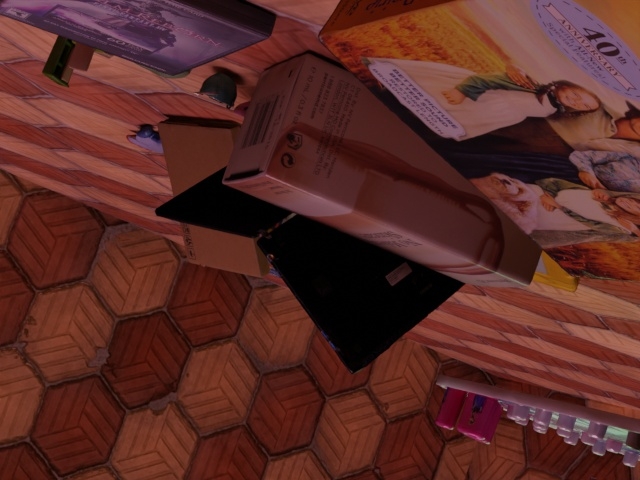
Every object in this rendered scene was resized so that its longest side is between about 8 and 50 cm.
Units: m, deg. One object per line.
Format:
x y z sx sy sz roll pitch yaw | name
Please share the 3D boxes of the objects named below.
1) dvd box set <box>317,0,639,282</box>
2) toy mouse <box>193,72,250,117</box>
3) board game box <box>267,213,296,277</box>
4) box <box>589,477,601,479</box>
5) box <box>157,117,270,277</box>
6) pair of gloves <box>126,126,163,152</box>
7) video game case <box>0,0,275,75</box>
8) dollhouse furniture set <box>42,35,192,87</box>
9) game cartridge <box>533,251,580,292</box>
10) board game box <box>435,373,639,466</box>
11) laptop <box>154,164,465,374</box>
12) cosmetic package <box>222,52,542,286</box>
0.208 -0.075 0.878 0.307 0.062 0.420 41 165 -22 | dvd box set
-0.076 -0.145 1.431 0.143 0.031 0.161 22 -172 -44 | toy mouse
-0.050 -0.027 1.877 0.035 0.136 0.201 18 173 9 | board game box
0.351 0.259 1.026 0.293 0.057 0.201 16 173 24 | box
-0.140 -0.056 1.768 0.021 0.201 0.164 -24 -158 -36 | box
-0.186 -0.121 1.979 0.198 0.023 0.159 25 173 -29 | pair of gloves
-0.181 -0.210 1.259 0.196 0.026 0.274 18 173 -23 | video game case
-0.224 -0.186 1.471 0.151 0.059 0.076 16 172 21 | dollhouse furniture set
0.185 -0.016 1.694 0.285 0.053 0.324 17 171 15 | game cartridge
0.344 0.218 1.177 0.390 0.050 0.390 22 173 -24 | board game box
0.000 0.000 1.474 0.264 0.234 0.136 54 141 1 | laptop
0.072 -0.063 1.347 0.296 0.129 0.153 21 171 -18 | cosmetic package
